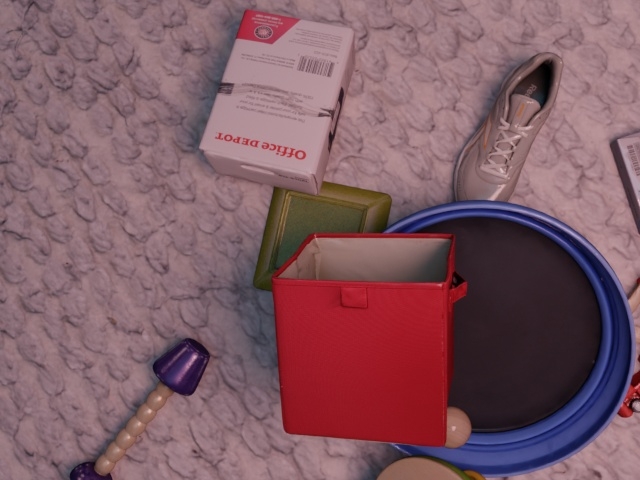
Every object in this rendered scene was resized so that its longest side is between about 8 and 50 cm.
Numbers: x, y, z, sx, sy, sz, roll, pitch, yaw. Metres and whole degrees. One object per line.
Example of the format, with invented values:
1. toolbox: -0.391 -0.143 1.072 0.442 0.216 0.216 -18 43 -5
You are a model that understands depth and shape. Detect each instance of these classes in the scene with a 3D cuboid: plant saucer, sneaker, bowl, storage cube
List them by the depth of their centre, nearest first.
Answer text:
1. storage cube: 0.064 0.107 0.763 0.214 0.184 0.193 1 107 14
2. bowl: 0.211 0.132 0.873 0.390 0.077 0.392 4 106 13
3. sneaker: 0.268 -0.155 0.924 0.099 0.121 0.263 23 89 9
4. plant saucer: 0.000 0.000 0.984 0.188 0.045 0.188 12 87 7

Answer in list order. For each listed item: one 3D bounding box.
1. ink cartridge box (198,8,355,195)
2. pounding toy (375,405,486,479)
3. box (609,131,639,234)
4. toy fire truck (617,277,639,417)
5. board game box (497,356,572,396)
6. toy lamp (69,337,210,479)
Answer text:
1. ink cartridge box: -0.058 -0.204 0.958 0.171 0.100 0.237 13 75 8
2. pounding toy: 0.163 0.340 0.867 0.182 0.110 0.237 -19 82 37
3. box: 0.537 -0.103 0.929 0.186 0.038 0.145 -17 84 6
4. toy fire truck: 0.460 0.143 0.915 0.192 0.047 0.135 -40 82 4
5. board game box: 0.248 0.104 0.923 0.243 0.042 0.165 19 106 8
6. toy lamp: -0.269 0.269 0.981 0.080 0.080 0.275 37 92 8
